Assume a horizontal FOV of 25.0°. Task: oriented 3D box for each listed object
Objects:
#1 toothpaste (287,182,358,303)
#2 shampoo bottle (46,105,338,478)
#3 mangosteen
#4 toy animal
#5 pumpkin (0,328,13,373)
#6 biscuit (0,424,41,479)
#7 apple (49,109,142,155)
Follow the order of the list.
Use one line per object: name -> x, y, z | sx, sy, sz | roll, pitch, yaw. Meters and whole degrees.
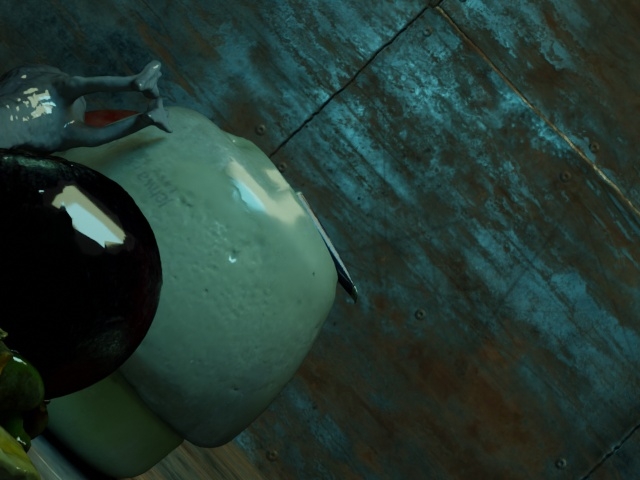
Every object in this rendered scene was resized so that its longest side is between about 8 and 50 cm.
toothpaste -> 0.000, 0.000, 1.413 | 0.140, 0.021, 0.037 | 57, -9, 15
shampoo bottle -> -0.159, 0.042, 1.389 | 0.322, 0.317, 0.322 | 47, -4, 5
mangosteen -> -0.219, 0.039, 1.039 | 0.216, 0.216, 0.216 | 47, -4, 5
toy animal -> -0.232, -0.110, 1.247 | 0.367, 0.205, 0.081 | -121, -154, -73
pumpkin -> -0.231, 0.050, 0.889 | 0.083, 0.054, 0.074 | 49, 0, 9
biscuit -> -0.223, 0.121, 0.858 | 0.174, 0.039, 0.183 | 50, -6, -26
apple -> -0.238, 0.012, 1.783 | 0.345, 0.345, 0.269 | 48, -21, -4
